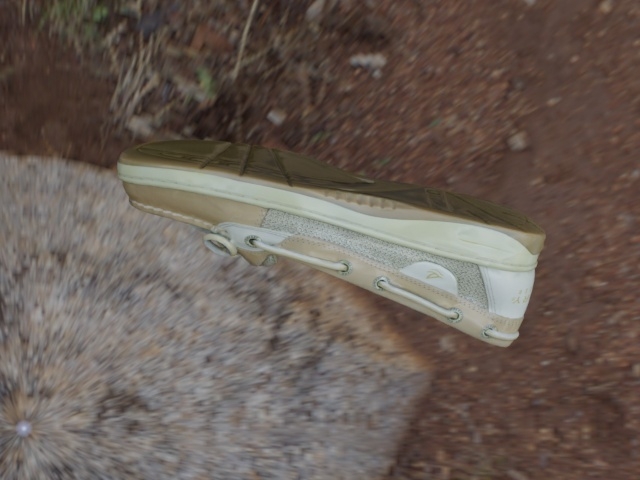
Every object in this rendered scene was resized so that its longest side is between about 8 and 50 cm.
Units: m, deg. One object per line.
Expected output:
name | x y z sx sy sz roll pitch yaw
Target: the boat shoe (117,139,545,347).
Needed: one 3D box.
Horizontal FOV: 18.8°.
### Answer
boat shoe | 0.001 0.000 0.686 0.153 0.056 0.048 12 105 -3
